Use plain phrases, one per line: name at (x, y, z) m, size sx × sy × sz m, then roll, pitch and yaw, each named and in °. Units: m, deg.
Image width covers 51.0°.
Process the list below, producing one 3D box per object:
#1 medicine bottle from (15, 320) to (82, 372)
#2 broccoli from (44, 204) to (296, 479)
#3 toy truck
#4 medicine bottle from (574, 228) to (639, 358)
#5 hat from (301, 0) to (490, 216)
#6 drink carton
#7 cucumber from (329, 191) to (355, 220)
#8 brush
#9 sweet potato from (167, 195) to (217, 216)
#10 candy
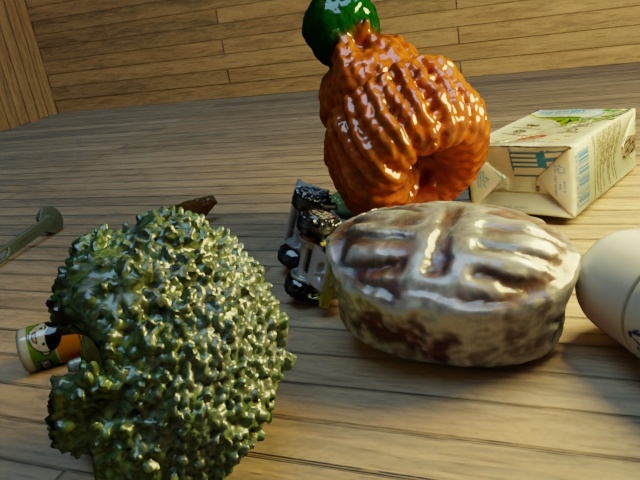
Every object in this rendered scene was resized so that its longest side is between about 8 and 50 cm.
medicine bottle at (-0.291, 0.131, 0.913) m, size 0.221 × 0.061 × 0.092 m, roll -15°, pitch 46°, yaw -15°
broccoli at (-0.144, 0.114, 0.647) m, size 0.235 × 0.259 × 0.288 m, roll 14°, pitch 30°, yaw 16°
toy truck at (0.000, 0.000, 1.025) m, size 0.111 × 0.136 × 0.286 m, roll 9°, pitch 21°, yaw -12°
medicine bottle at (0.379, 0.085, 0.644) m, size 0.130 × 0.130 × 0.341 m, roll -13°, pitch 23°, yaw -11°
hat at (0.071, -0.222, 1.108) m, size 0.285 × 0.285 × 0.400 m, roll -24°, pitch 63°, yaw -34°
drink carton at (0.425, -0.149, 1.219) m, size 0.194 × 0.132 × 0.324 m, roll 9°, pitch 26°, yaw 40°
cucumber at (0.061, -0.053, 1.221) m, size 0.115 × 0.062 × 0.116 m, roll 11°, pitch 39°, yaw 44°
brush at (-0.620, 0.002, 1.379) m, size 0.027 × 0.062 × 0.266 m, roll -17°, pitch 21°, yaw 24°
sweet potato at (-0.294, -0.026, 1.305) m, size 0.078 × 0.058 × 0.255 m, roll 20°, pitch 34°, yaw 14°
candy at (0.152, 0.048, 0.800) m, size 0.290 × 0.157 × 0.214 m, roll 7°, pitch 40°, yaw 20°
